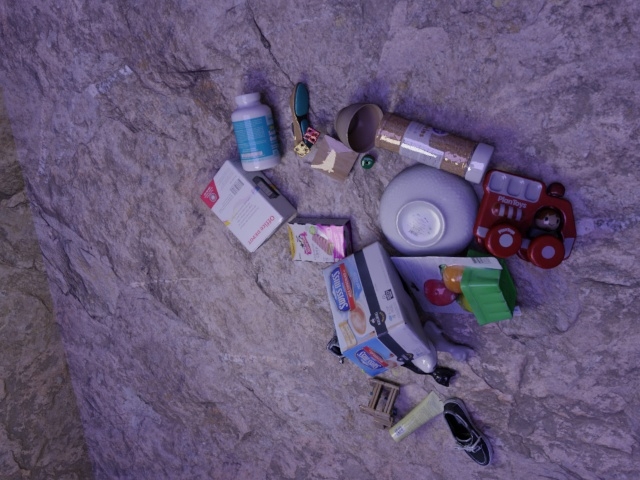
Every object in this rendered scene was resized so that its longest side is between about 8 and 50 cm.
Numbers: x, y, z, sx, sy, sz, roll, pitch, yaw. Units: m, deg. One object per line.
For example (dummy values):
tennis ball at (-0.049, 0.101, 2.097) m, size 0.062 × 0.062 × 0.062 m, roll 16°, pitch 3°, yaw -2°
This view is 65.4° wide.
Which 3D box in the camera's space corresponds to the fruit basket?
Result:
fruit basket at (0.449, 0.144, 1.644) m, size 0.353 × 0.165 × 0.327 m, roll 3°, pitch 142°, yaw 41°

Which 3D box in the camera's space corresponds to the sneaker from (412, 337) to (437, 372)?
sneaker at (0.289, 0.357, 1.757) m, size 0.297 × 0.129 × 0.111 m, roll 44°, pitch 123°, yaw 42°

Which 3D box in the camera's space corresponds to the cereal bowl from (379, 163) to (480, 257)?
cereal bowl at (0.346, -0.075, 1.638) m, size 0.339 × 0.141 × 0.339 m, roll 9°, pitch 114°, yaw 22°

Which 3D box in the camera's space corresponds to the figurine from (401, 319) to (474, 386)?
figurine at (0.431, 0.427, 1.842) m, size 0.209 × 0.092 × 0.215 m, roll 29°, pitch 120°, yaw 4°

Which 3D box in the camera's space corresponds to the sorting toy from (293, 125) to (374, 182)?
sorting toy at (0.044, -0.294, 1.739) m, size 0.274 × 0.046 × 0.132 m, roll 27°, pitch 121°, yaw -1°

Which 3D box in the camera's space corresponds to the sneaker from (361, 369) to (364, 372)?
sneaker at (0.239, 0.442, 1.926) m, size 0.084 × 0.097 × 0.234 m, roll 40°, pitch 122°, yaw 6°

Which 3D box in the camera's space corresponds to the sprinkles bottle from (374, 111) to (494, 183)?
sprinkles bottle at (0.351, -0.291, 1.556) m, size 0.355 × 0.121 × 0.121 m, roll 23°, pitch 119°, yaw 16°

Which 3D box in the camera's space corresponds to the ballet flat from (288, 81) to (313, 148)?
ballet flat at (-0.081, -0.431, 1.741) m, size 0.073 × 0.080 × 0.232 m, roll 7°, pitch 113°, yaw 37°

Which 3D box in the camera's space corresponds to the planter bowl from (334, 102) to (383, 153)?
planter bowl at (0.114, -0.378, 1.632) m, size 0.109 × 0.162 × 0.162 m, roll 34°, pitch 126°, yaw 43°

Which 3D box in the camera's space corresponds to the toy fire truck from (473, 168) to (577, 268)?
toy fire truck at (0.618, -0.064, 1.493) m, size 0.302 × 0.169 × 0.254 m, roll 15°, pitch 98°, yaw 4°

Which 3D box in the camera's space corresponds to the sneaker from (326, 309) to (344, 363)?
sneaker at (0.081, 0.343, 1.930) m, size 0.101 × 0.153 × 0.268 m, roll -6°, pitch 108°, yaw 28°

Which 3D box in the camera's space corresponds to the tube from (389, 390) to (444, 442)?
tube at (0.380, 0.699, 1.957) m, size 0.240 × 0.062 × 0.070 m, roll -41°, pitch 131°, yaw 7°

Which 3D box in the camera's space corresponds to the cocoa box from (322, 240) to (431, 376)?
cocoa box at (0.179, 0.228, 1.663) m, size 0.228 × 0.347 × 0.231 m, roll -28°, pitch 136°, yaw 16°

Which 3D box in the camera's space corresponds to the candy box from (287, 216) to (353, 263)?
candy box at (0.000, 0.000, 1.878) m, size 0.233 × 0.071 × 0.159 m, roll 3°, pitch 112°, yaw 26°

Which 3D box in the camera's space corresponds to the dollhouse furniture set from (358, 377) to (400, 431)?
dollhouse furniture set at (0.244, 0.669, 2.024) m, size 0.129 × 0.129 × 0.183 m, roll 13°, pitch 145°, yaw 22°

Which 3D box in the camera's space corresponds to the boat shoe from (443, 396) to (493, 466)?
boat shoe at (0.557, 0.747, 1.888) m, size 0.113 × 0.105 × 0.306 m, roll -21°, pitch 101°, yaw 29°

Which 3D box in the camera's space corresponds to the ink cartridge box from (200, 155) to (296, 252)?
ink cartridge box at (-0.281, -0.143, 1.923) m, size 0.306 × 0.131 × 0.226 m, roll 47°, pitch 122°, yaw 0°

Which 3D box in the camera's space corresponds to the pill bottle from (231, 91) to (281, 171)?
pill bottle at (-0.235, -0.391, 1.790) m, size 0.146 × 0.146 × 0.264 m, roll -2°, pitch 110°, yaw 27°
